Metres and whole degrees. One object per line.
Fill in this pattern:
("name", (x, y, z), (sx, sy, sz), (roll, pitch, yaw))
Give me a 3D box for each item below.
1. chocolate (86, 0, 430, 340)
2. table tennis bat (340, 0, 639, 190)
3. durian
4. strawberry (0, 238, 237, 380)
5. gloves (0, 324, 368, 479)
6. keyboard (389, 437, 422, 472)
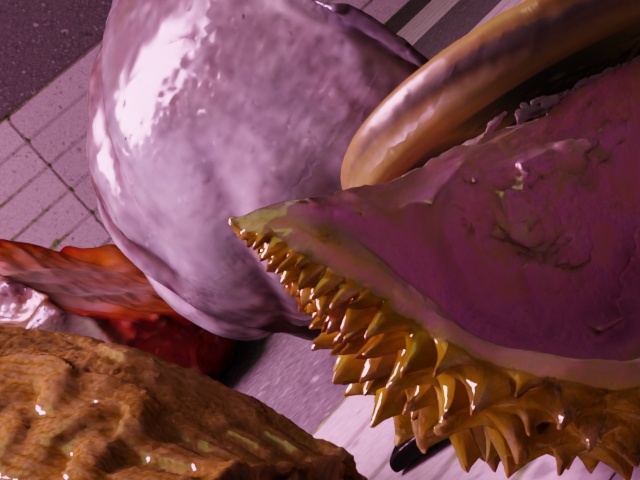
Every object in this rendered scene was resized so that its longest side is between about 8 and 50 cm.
("chocolate", (-0.025, -0.044, 0.829), (0.213, 0.303, 0.303), (-60, 6, 8))
("table tennis bat", (0.095, -0.036, 0.596), (0.198, 0.050, 0.321), (-20, -18, -13))
("durian", (0.087, 0.011, 0.460), (0.165, 0.132, 0.182), (-9, 9, 45))
("strawberry", (-0.193, 0.093, 1.149), (0.336, 0.265, 0.149), (-8, -70, -66))
("gloves", (-0.138, 0.135, 0.603), (0.356, 0.155, 0.203), (-10, 49, 32))
("keyboard", (0.169, -0.025, 0.575), (0.381, 0.041, 0.103), (-37, 9, 26))
